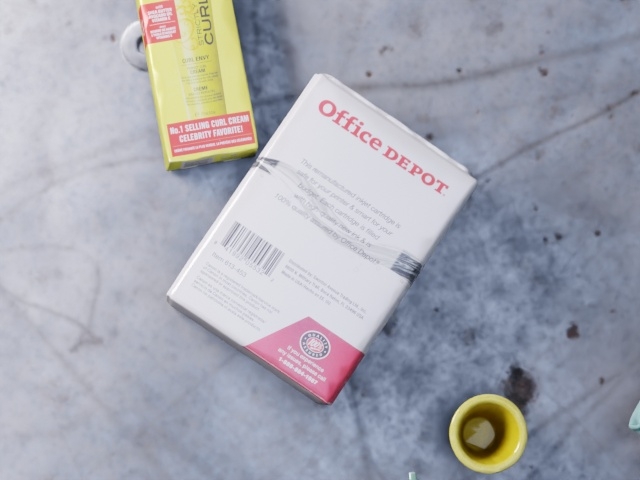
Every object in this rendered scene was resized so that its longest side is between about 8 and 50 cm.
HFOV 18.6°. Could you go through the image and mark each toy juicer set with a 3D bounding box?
[{"bbox_3d":[0.184,0.312,1.703,0.209,0.089,0.329,-44,90,-8],"label":"toy juicer set"}]

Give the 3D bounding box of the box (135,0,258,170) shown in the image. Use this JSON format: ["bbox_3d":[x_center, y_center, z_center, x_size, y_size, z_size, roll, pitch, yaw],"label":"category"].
[{"bbox_3d":[-0.117,-0.184,1.738,0.087,0.058,0.232,-9,86,-7],"label":"box"}]

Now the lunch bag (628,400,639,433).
[{"bbox_3d":[0.430,0.119,1.655,0.223,0.262,0.160,38,42,0],"label":"lunch bag"}]

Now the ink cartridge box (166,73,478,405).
[{"bbox_3d":[0.000,0.000,1.710,0.172,0.100,0.237,34,83,-1],"label":"ink cartridge box"}]
